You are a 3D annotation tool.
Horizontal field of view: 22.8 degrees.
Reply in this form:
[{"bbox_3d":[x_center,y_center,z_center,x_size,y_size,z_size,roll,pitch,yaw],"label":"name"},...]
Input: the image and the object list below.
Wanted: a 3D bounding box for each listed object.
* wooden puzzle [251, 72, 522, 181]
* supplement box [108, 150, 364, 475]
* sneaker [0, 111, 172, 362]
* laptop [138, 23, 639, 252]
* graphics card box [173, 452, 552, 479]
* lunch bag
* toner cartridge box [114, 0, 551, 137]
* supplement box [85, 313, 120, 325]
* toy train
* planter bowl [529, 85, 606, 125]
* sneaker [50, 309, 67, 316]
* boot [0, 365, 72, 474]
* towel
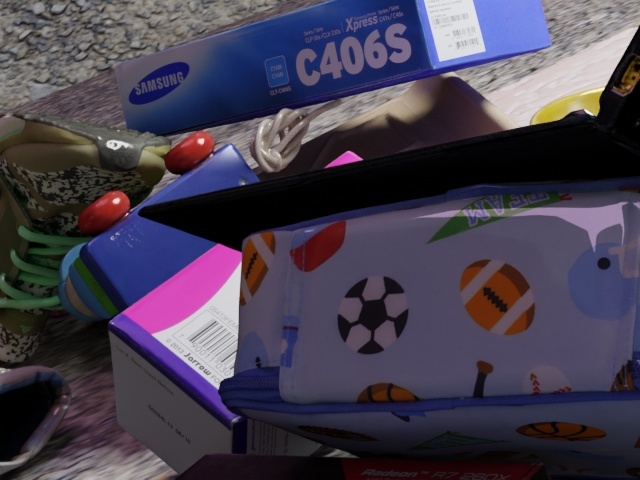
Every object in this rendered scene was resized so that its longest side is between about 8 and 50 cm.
[{"bbox_3d":[0.000,0.000,1.297,0.348,0.080,0.322,-31,22,0],"label":"wooden puzzle"},{"bbox_3d":[-0.018,0.057,1.027,0.111,0.114,0.220,37,56,26],"label":"supplement box"},{"bbox_3d":[-0.242,0.013,1.390,0.158,0.182,0.410,5,-18,-28],"label":"sneaker"},{"bbox_3d":[0.189,-0.097,0.850,0.236,0.408,0.382,34,9,40],"label":"laptop"},{"bbox_3d":[-0.071,0.221,0.688,0.233,0.094,0.371,-4,23,43],"label":"graphics card box"},{"bbox_3d":[0.123,0.059,0.775,0.303,0.115,0.243,-2,-19,31],"label":"lunch bag"},{"bbox_3d":[0.002,-0.154,1.333,0.348,0.075,0.165,-9,4,42],"label":"toner cartridge box"},{"bbox_3d":[-0.188,0.044,1.490,0.083,0.055,0.043,-11,20,32],"label":"supplement box"},{"bbox_3d":[-0.095,-0.024,1.257,0.248,0.105,0.143,-38,6,-29],"label":"toy train"},{"bbox_3d":[0.262,-0.051,1.148,0.217,0.090,0.217,-5,19,2],"label":"planter bowl"},{"bbox_3d":[-0.278,0.053,1.603,0.119,0.047,0.057,-9,8,32],"label":"sneaker"},{"bbox_3d":[-0.299,0.159,1.166,0.123,0.095,0.258,-17,14,39],"label":"boot"},{"bbox_3d":[0.237,-0.105,1.455,0.332,0.053,0.317,-26,17,-12],"label":"towel"}]
